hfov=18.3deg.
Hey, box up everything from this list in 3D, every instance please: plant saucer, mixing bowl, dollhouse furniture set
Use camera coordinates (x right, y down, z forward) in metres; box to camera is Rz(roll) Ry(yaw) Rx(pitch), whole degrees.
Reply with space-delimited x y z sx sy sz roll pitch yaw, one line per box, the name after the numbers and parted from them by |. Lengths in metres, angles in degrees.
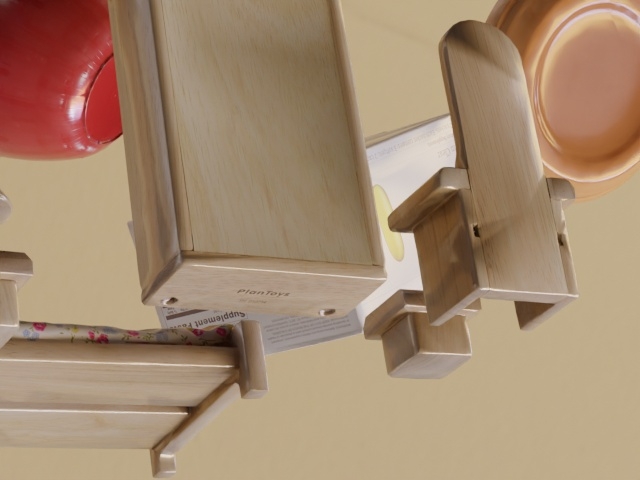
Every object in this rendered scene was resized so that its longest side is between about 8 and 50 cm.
0.207 -0.124 1.549 0.200 0.200 0.037 -14 -162 -28 | plant saucer
-0.207 -0.136 1.652 0.098 0.181 0.181 25 -134 23 | mixing bowl
-0.091 0.012 1.044 0.303 0.355 0.174 5 -117 -27 | dollhouse furniture set

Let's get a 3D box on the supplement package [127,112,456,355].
0.000 0.000 1.766 0.262 0.204 0.145 -26 -80 -56 | supplement package
